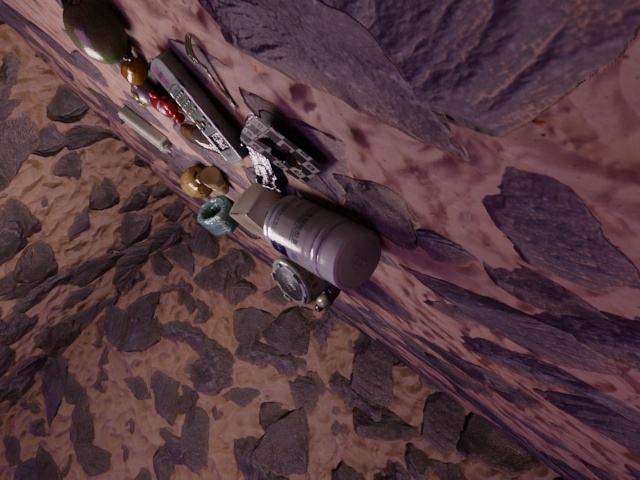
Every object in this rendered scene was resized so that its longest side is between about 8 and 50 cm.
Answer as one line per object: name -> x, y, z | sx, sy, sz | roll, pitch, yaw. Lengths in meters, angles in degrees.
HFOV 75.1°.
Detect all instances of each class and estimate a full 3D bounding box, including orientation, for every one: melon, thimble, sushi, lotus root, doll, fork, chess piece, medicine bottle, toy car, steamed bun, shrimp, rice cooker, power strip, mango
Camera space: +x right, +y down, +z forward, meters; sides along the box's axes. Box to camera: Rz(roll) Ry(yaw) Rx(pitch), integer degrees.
melon -> -0.601, -0.565, 1.112 | 0.139, 0.139, 0.192 | 33, 164, 25
thimble -> -0.539, -0.127, 2.236 | 0.235, 0.198, 0.143 | 33, 168, 49
sushi -> -0.091, -0.233, 1.030 | 0.210, 0.040, 0.192 | 34, 165, -13
lotus root -> -0.600, -0.280, 2.031 | 0.160, 0.146, 0.284 | 62, 155, -10
doll -> -0.575, -0.487, 1.435 | 0.244, 0.076, 0.142 | 31, 168, 14
fork -> -0.267, -0.394, 1.012 | 0.034, 0.028, 0.219 | 26, 161, 33
chess piece -> -0.462, -0.260, 1.866 | 0.094, 0.094, 0.170 | 36, 174, 15
medicine bottle -> 0.000, 0.000, 1.234 | 0.332, 0.190, 0.190 | 27, 162, 40
toy car -> -0.153, -0.229, 1.173 | 0.103, 0.063, 0.216 | 22, 143, 40
steamed bun -> -0.202, -0.114, 1.456 | 0.146, 0.164, 0.241 | 43, 163, -24
shrimp -> -0.366, -0.331, 1.428 | 0.316, 0.062, 0.164 | 23, 177, 38
rice cooker -> -0.057, 0.124, 1.719 | 0.281, 0.227, 0.241 | 54, 149, -2
doll -> -0.007, 0.204, 1.998 | 0.329, 0.174, 0.235 | 8, 116, 61
power strip -> -0.849, -0.536, 2.035 | 0.338, 0.058, 0.098 | 38, 166, 9
mango -> -0.578, -0.527, 1.294 | 0.061, 0.080, 0.114 | 54, 172, -2

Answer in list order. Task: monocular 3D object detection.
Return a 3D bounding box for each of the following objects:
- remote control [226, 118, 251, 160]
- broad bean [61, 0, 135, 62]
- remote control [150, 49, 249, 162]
remote control -> -0.226, -0.282, 1.282 | 0.245, 0.022, 0.077 | 46, 163, -22
broad bean -> -0.666, -0.624, 1.254 | 0.339, 0.061, 0.077 | 36, 159, 9
remote control -> -0.339, -0.367, 1.182 | 0.344, 0.050, 0.145 | 50, 161, -23
